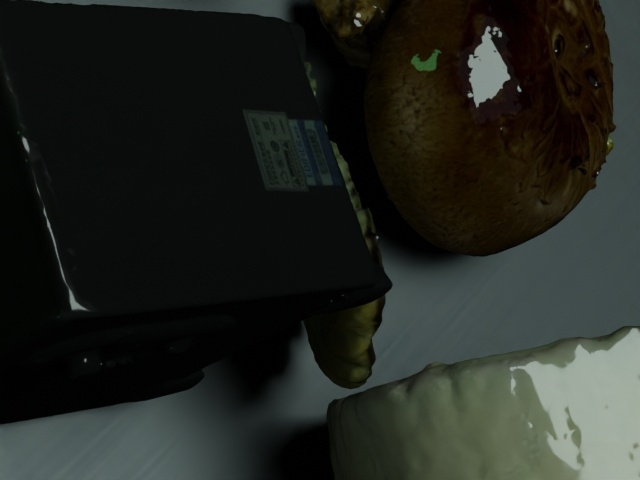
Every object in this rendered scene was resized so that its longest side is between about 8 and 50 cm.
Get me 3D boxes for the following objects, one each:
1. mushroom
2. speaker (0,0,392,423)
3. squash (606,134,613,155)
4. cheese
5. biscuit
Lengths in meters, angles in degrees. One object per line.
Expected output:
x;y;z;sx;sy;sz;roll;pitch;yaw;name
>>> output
0.127;-0.134;1.347;0.278;0.163;0.297;35;54;-33;mushroom
-0.134;-0.004;0.967;0.254;0.232;0.184;-4;73;-49;speaker
0.211;-0.074;1.470;0.027;0.083;0.027;21;60;-41;squash
0.156;0.163;1.176;0.332;0.292;0.153;3;72;-33;cheese
0.000;0.000;1.159;0.273;0.036;0.187;-111;-167;-59;biscuit
